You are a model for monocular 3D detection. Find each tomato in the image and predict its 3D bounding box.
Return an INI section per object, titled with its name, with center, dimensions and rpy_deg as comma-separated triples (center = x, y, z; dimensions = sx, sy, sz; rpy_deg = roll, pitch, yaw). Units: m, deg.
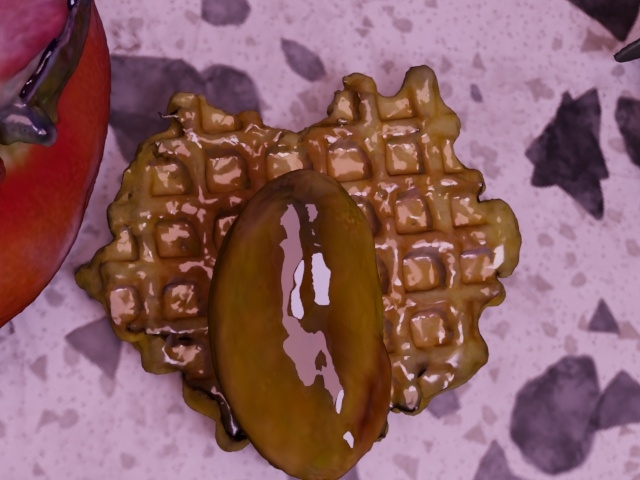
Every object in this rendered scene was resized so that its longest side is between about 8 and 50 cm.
[tomato]
center = -0.269, -0.065, 0.630
dimensions = 0.289, 0.176, 0.335
rpy_deg = 14, 74, 15

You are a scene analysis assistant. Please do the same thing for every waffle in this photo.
[waffle]
center = -0.008, 0.005, 0.716
dimensions = 0.300, 0.058, 0.282
rpy_deg = -31, 86, -16

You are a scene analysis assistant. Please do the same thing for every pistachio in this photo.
[pistachio]
center = -0.015, 0.053, 0.626
dimensions = 0.110, 0.100, 0.189
rpy_deg = -8, 88, 9

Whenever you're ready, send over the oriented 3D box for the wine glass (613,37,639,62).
[wine glass]
center = 0.315, -0.057, 0.765
dimensions = 0.103, 0.103, 0.231
rpy_deg = -21, 84, -14
